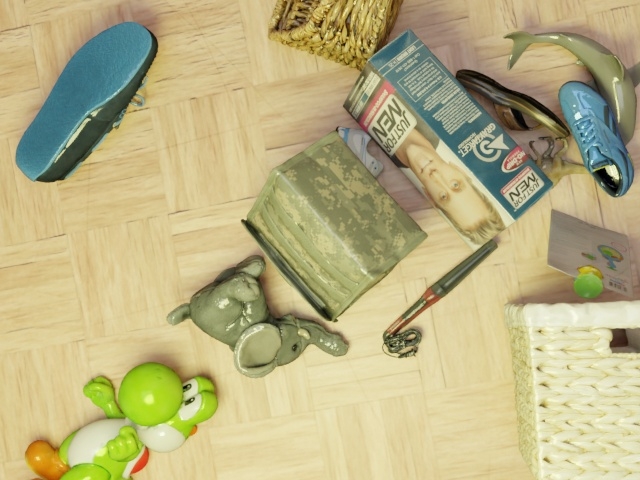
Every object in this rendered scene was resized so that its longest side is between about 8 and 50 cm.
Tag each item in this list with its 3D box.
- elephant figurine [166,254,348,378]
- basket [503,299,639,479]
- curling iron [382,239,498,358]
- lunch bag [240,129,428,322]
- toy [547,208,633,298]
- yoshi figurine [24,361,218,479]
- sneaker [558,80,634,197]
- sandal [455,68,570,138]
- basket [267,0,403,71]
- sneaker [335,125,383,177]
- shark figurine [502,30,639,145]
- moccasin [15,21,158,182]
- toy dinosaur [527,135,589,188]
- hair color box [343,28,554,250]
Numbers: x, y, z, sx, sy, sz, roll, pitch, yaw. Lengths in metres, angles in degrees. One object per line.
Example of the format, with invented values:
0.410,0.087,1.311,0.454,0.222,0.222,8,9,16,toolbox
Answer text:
-0.103,0.161,1.504,0.186,0.169,0.239,-24,104,34,elephant figurine
0.461,0.222,1.331,0.328,0.331,0.266,-1,86,7,basket
0.211,0.103,1.517,0.068,0.035,0.274,42,95,1,curling iron
0.000,0.000,1.432,0.169,0.287,0.235,-36,82,-31,lunch bag
0.430,0.032,1.408,0.137,0.237,0.056,21,115,7,toy
-0.362,0.325,1.509,0.362,0.203,0.203,-31,80,3,yoshi figurine
0.455,-0.166,1.427,0.069,0.082,0.209,-24,101,35,sneaker
0.324,-0.225,1.484,0.219,0.090,0.060,28,113,9,sandal
0.037,-0.461,1.451,0.223,0.213,0.299,22,92,6,basket
0.071,-0.107,1.520,0.083,0.071,0.191,-2,92,-2,sneaker
0.454,-0.301,1.454,0.278,0.116,0.166,40,93,3,shark figurine
-0.414,-0.249,1.557,0.342,0.117,0.138,-44,73,9,moccasin
0.402,-0.133,1.497,0.183,0.053,0.092,-7,103,-7,toy dinosaur
0.204,-0.161,1.440,0.105,0.174,0.347,-40,85,-20,hair color box
